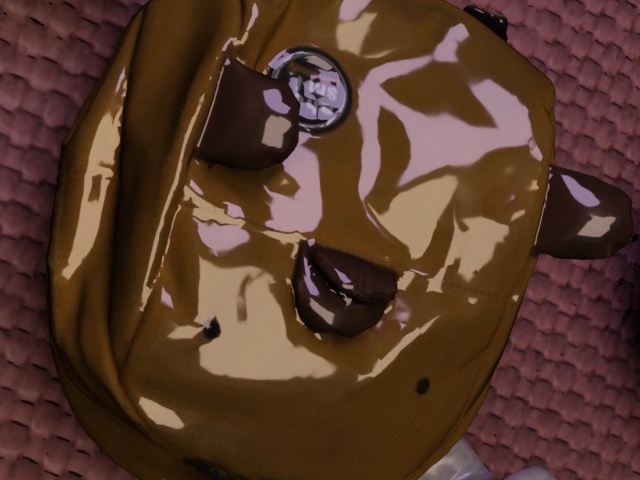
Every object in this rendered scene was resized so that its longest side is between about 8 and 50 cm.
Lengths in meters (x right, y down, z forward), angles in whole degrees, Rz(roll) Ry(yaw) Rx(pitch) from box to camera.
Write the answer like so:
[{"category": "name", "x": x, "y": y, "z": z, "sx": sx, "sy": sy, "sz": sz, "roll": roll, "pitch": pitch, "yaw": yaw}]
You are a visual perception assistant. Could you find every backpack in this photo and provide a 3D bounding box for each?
[{"category": "backpack", "x": 0.000, "y": 0.001, "z": 0.860, "sx": 0.353, "sy": 0.201, "sz": 0.378, "roll": 14, "pitch": 81, "yaw": -18}]

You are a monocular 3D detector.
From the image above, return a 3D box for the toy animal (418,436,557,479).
[{"category": "toy animal", "x": 0.036, "y": 0.310, "z": 0.878, "sx": 0.367, "sy": 0.196, "sz": 0.241, "roll": -27, "pitch": 101, "yaw": -23}]
